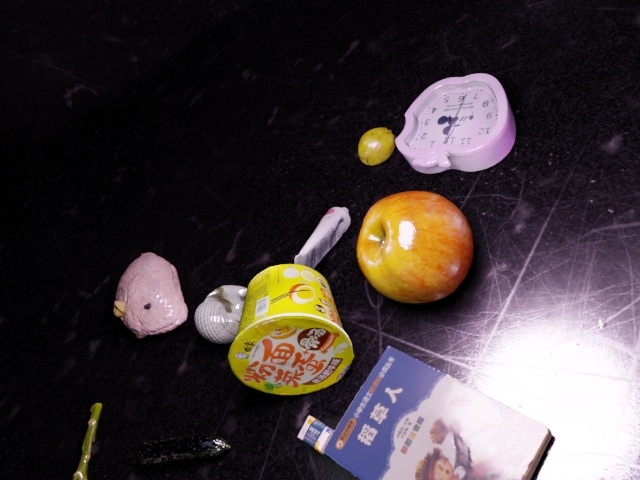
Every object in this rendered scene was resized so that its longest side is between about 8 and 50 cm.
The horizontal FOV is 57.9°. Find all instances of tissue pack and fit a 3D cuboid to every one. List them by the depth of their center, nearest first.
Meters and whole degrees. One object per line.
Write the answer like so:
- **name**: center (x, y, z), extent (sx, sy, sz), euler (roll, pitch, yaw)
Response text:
- **tissue pack**: center (-0.007, 0.472, 1.401), extent (0.083, 0.042, 0.062), euler (19, 73, 43)

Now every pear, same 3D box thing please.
- **pear**: center (0.175, -0.295, 1.805), extent (0.131, 0.107, 0.107), euler (-51, 44, -3)

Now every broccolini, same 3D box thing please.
- **broccolini**: center (-0.710, 0.684, 1.752), extent (0.074, 0.079, 0.392), euler (-35, 36, 24)

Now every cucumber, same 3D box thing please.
- **cucumber**: center (-0.372, 0.565, 1.578), extent (0.300, 0.072, 0.072), euler (-17, 50, 24)

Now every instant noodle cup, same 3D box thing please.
- **instant noodle cup**: center (-0.075, 0.219, 1.488), extent (0.312, 0.311, 0.221), euler (-27, 37, 17)

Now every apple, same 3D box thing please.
- **apple**: center (0.225, 0.006, 1.426), extent (0.302, 0.301, 0.301), euler (-19, 49, 23)

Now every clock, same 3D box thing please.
- **clock**: center (0.394, -0.324, 1.675), extent (0.339, 0.102, 0.338), euler (-19, 50, 24)

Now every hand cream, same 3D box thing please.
- **hand cream**: center (0.000, 0.000, 1.654), extent (0.078, 0.124, 0.340), euler (22, 41, 17)

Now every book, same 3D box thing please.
- **book**: center (0.235, 0.438, 1.255), extent (0.428, 0.039, 0.300), euler (21, 72, 43)

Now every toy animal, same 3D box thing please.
- **toy animal**: center (-0.581, 0.177, 1.937), extent (0.227, 0.188, 0.358), euler (-32, 44, 4)

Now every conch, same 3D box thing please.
- **conch**: center (-0.269, 0.233, 1.714), extent (0.200, 0.131, 0.172), euler (15, 38, 12)
